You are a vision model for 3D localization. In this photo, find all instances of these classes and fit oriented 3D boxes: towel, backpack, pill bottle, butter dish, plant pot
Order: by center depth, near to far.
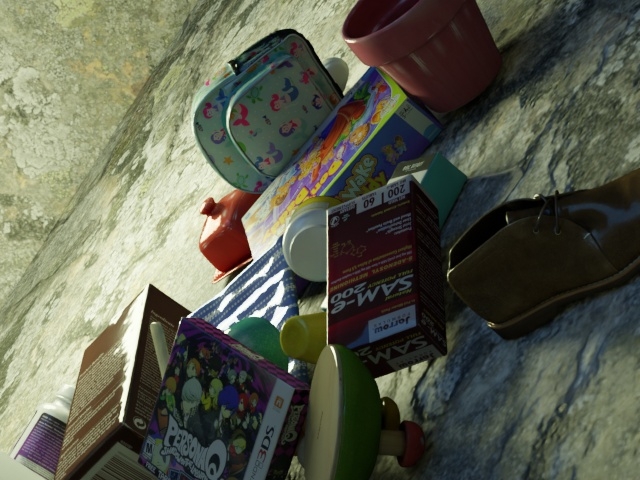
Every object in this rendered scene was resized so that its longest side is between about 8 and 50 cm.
[{"bbox_3d":[0.000,0.000,1.876,0.103,0.103,0.184,-49,5,11],"label":"pill bottle"},{"bbox_3d":[-0.115,0.176,1.884,0.243,0.040,0.336,-41,37,28],"label":"towel"},{"bbox_3d":[0.159,-0.291,1.924,0.201,0.180,0.201,-33,26,19],"label":"plant pot"},{"bbox_3d":[-0.089,-0.205,2.246,0.253,0.225,0.191,-32,21,7],"label":"backpack"},{"bbox_3d":[-0.157,-0.030,2.303,0.160,0.118,0.160,-31,29,44],"label":"butter dish"},{"bbox_3d":[-0.477,0.358,2.376,0.193,0.108,0.108,-60,21,-18],"label":"pill bottle"}]

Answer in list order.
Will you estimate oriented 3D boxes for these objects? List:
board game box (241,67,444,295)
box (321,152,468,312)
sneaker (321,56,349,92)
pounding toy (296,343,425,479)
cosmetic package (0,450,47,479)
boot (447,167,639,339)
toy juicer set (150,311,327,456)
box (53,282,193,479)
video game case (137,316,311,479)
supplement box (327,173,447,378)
[{"bbox_3d":[0.026,-0.101,2.077,0.347,0.078,0.233,-49,21,10],"label":"board game box"},{"bbox_3d":[0.099,0.002,1.775,0.100,0.060,0.244,-11,46,61],"label":"box"},{"bbox_3d":[-0.005,-0.224,2.379,0.212,0.080,0.094,-57,31,8],"label":"sneaker"},{"bbox_3d":[0.047,0.230,1.497,0.183,0.110,0.237,-94,15,-46],"label":"pounding toy"},{"bbox_3d":[-0.609,0.567,2.148,0.453,0.230,0.161,-52,19,2],"label":"cosmetic package"},{"bbox_3d":[0.257,-0.010,1.376,0.305,0.115,0.112,-38,23,33],"label":"boot"},{"bbox_3d":[-0.096,0.203,1.743,0.329,0.089,0.209,-7,80,43],"label":"toy juicer set"},{"bbox_3d":[-0.294,0.259,2.103,0.191,0.143,0.381,-45,23,23],"label":"box"},{"bbox_3d":[-0.124,0.234,1.673,0.232,0.041,0.210,28,103,43],"label":"video game case"},{"bbox_3d":[0.078,0.046,1.626,0.130,0.073,0.239,-23,45,24],"label":"supplement box"}]
